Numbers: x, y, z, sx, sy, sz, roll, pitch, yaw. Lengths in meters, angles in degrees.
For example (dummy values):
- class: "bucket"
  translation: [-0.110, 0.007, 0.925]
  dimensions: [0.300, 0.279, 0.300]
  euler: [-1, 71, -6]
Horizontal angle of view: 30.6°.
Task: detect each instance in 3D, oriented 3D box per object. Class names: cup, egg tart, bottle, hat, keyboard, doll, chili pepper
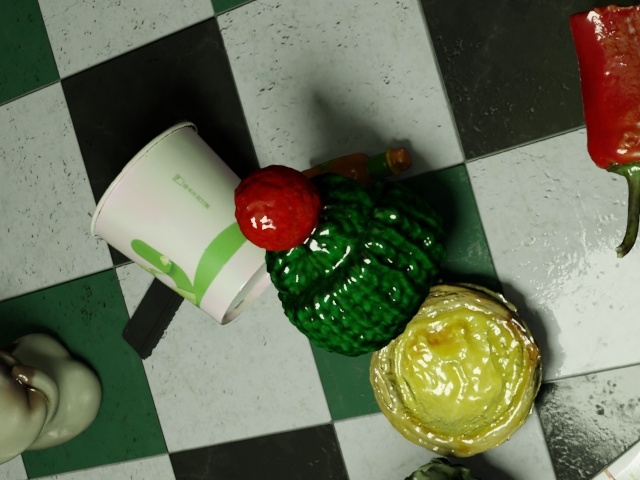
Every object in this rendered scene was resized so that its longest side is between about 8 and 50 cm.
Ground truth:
- class: "cup"
  translation: [-0.195, -0.019, 1.896]
  dimensions: [0.274, 0.253, 0.253]
  euler: [40, 114, 7]
- class: "egg tart"
  translation: [0.209, 0.193, 1.788]
  dimensions: [0.279, 0.095, 0.278]
  euler: [2, 96, 24]
- class: "bottle"
  translation: [0.055, -0.103, 1.834]
  dimensions: [0.187, 0.069, 0.069]
  euler: [-16, 90, 28]
- class: "hat"
  translation: [0.000, 0.000, 1.723]
  dimensions: [0.274, 0.332, 0.242]
  euler: [-55, 29, 5]
- class: "keyboard"
  translation: [-0.278, 0.105, 2.071]
  dimensions: [0.072, 0.023, 0.231]
  euler: [43, 115, 23]
- class: "doll"
  translation: [-0.545, 0.284, 2.079]
  dimensions: [0.226, 0.370, 0.215]
  euler: [-42, 79, 8]
- class: "chili pepper"
  translation: [0.426, -0.153, 1.590]
  dimensions: [0.135, 0.131, 0.338]
  euler: [-9, 90, 4]

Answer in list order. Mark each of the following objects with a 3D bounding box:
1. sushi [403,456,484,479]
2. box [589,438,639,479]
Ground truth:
- class: "sushi"
  translation: [0.139, 0.473, 1.720]
  dimensions: [0.178, 0.352, 0.294]
  euler: [36, 115, 21]
- class: "box"
  translation: [0.468, 0.341, 1.700]
  dimensions: [0.084, 0.040, 0.154]
  euler: [47, 117, 11]
